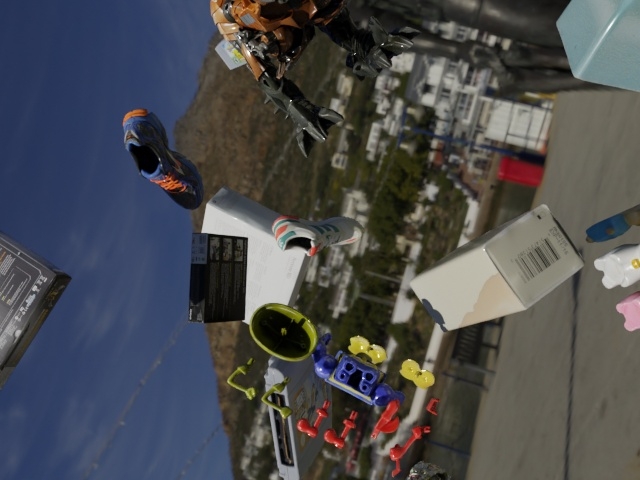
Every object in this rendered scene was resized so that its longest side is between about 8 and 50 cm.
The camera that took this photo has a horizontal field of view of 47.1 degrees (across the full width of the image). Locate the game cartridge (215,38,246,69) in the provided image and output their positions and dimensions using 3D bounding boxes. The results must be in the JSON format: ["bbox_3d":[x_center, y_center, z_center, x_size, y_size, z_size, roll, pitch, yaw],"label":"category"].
[{"bbox_3d":[-0.145,-0.336,1.292,0.056,0.083,0.017,54,-137,-28],"label":"game cartridge"}]

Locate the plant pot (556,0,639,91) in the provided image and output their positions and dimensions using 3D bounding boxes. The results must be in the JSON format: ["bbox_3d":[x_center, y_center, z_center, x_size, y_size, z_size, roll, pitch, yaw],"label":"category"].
[{"bbox_3d":[0.737,-0.525,1.705,0.252,0.248,0.247,109,168,-47],"label":"plant pot"}]

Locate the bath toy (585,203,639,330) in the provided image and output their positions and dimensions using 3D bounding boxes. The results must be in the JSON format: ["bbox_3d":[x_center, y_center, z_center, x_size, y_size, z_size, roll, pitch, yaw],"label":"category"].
[{"bbox_3d":[0.651,0.103,1.414,0.348,0.129,0.151,68,158,0],"label":"bath toy"}]

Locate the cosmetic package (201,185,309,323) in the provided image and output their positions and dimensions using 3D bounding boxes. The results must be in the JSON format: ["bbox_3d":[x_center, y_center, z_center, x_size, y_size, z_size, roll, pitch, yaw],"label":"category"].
[{"bbox_3d":[-0.187,0.068,1.982,0.097,0.285,0.377,-53,-12,-43],"label":"cosmetic package"}]

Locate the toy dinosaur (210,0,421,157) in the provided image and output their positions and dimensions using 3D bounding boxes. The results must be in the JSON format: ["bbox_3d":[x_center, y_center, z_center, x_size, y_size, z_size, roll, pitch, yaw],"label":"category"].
[{"bbox_3d":[-0.033,-0.227,0.745,0.164,0.218,0.322,-44,12,16],"label":"toy dinosaur"}]

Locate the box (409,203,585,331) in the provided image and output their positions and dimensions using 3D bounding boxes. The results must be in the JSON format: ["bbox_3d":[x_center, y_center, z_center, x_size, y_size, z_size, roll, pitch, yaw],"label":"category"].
[{"bbox_3d":[0.292,0.057,1.275,0.148,0.121,0.311,-33,-3,-18],"label":"box"}]

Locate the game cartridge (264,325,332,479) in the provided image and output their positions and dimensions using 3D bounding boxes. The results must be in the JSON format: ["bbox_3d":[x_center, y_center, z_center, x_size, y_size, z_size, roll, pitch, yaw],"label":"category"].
[{"bbox_3d":[-0.038,0.332,1.521,0.198,0.062,0.297,-43,-46,-51],"label":"game cartridge"}]

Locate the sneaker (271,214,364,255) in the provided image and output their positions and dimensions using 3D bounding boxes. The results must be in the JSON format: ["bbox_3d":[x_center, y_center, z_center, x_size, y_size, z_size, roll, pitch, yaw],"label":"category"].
[{"bbox_3d":[0.000,0.000,1.248,0.075,0.161,0.057,-105,24,-48],"label":"sneaker"}]

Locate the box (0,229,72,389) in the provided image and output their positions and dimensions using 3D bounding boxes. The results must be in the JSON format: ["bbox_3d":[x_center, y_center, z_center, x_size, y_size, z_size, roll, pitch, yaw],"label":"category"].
[{"bbox_3d":[-0.553,0.110,1.215,0.231,0.183,0.056,-59,-12,-4],"label":"box"}]

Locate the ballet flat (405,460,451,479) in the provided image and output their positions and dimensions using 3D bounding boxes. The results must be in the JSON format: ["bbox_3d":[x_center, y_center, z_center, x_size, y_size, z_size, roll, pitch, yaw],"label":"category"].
[{"bbox_3d":[0.174,0.493,1.344,0.241,0.077,0.091,-48,-57,-50],"label":"ballet flat"}]

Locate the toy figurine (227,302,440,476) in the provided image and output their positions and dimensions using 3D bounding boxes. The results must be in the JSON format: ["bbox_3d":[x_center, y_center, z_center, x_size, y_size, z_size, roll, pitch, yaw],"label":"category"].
[{"bbox_3d":[0.028,0.266,1.361,0.217,0.363,0.191,72,-137,-79],"label":"toy figurine"}]

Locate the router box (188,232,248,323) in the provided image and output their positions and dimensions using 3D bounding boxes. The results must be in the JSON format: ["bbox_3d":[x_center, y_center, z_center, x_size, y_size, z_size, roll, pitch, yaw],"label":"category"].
[{"bbox_3d":[-0.206,0.077,1.490,0.133,0.046,0.178,7,-95,-58],"label":"router box"}]

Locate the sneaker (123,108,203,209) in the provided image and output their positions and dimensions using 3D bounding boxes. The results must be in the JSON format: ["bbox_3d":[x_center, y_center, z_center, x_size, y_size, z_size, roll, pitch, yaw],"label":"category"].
[{"bbox_3d":[-0.293,-0.131,1.342,0.221,0.083,0.087,53,-153,-36],"label":"sneaker"}]
